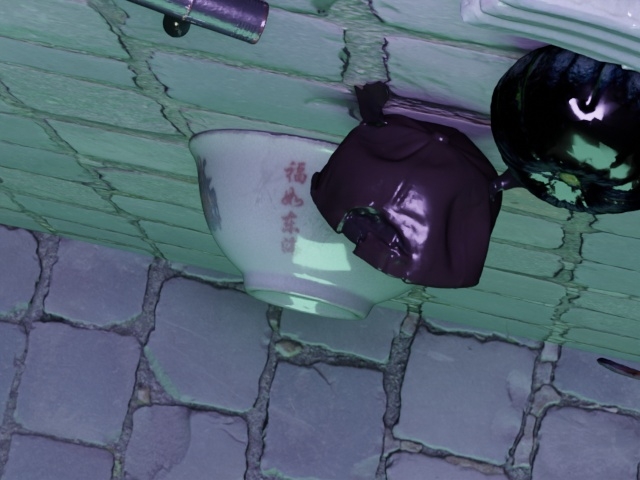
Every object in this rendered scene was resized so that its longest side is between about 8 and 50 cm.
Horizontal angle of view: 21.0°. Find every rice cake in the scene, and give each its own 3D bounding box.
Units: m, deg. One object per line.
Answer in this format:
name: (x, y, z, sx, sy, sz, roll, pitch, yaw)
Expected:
rice cake: (0.248, -0.184, 1.490, 0.237, 0.043, 0.127, 16, 169, -15)

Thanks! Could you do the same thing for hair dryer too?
hair dryer: (-0.162, -0.238, 1.755, 0.173, 0.050, 0.195, 19, 172, -19)

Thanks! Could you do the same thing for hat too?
hat: (0.133, -0.080, 2.030, 0.238, 0.209, 0.336, 32, -168, 9)

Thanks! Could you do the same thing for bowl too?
bowl: (0.000, 0.000, 2.462, 0.435, 0.196, 0.435, 12, 170, 2)

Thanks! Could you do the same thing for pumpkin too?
pumpkin: (0.258, -0.109, 1.643, 0.202, 0.140, 0.202, 23, 161, 8)

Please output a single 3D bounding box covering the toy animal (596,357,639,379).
toy animal: (0.491, 0.105, 1.962, 0.225, 0.284, 0.302, 25, -167, -42)
